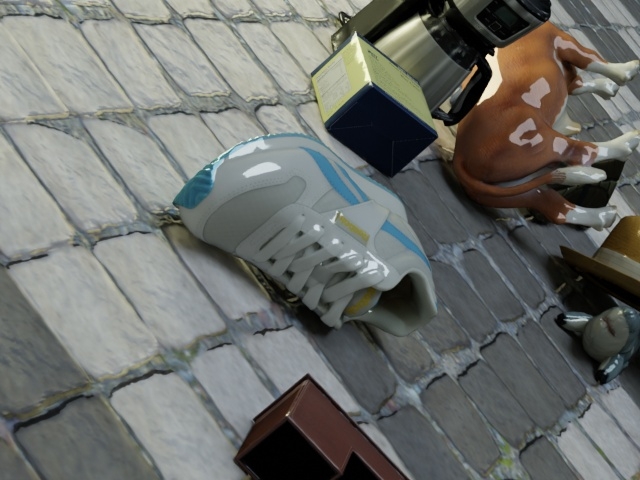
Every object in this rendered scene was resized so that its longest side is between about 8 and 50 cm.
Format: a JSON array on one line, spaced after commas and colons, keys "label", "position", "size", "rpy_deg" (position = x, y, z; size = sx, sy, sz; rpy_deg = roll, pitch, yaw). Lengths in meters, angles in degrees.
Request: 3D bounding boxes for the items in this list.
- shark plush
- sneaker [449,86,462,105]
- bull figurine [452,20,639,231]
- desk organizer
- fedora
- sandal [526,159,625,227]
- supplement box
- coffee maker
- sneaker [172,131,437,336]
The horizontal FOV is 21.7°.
[{"label": "shark plush", "position": [0.283, 0.088, 1.505], "size": [0.161, 0.067, 0.073], "rpy_deg": [19, 36, -52]}, {"label": "sneaker", "position": [0.182, -0.136, 1.709], "size": [0.144, 0.053, 0.059], "rpy_deg": [4, 51, -60]}, {"label": "bull figurine", "position": [0.205, -0.146, 1.594], "size": [0.188, 0.101, 0.310], "rpy_deg": [14, 54, -5]}, {"label": "desk organizer", "position": [0.016, 0.142, 0.919], "size": [0.130, 0.047, 0.050], "rpy_deg": [47, 23, -6]}, {"label": "fedora", "position": [0.323, 0.030, 1.574], "size": [0.194, 0.079, 0.194], "rpy_deg": [29, -1, 1]}, {"label": "sandal", "position": [0.253, -0.060, 1.708], "size": [0.060, 0.090, 0.219], "rpy_deg": [34, 21, 25]}, {"label": "supplement box", "position": [0.044, -0.113, 1.392], "size": [0.083, 0.056, 0.083], "rpy_deg": [35, 26, -33]}, {"label": "coffee maker", "position": [0.101, -0.205, 1.491], "size": [0.120, 0.178, 0.171], "rpy_deg": [22, 34, -52]}, {"label": "sneaker", "position": [0.000, 0.000, 1.075], "size": [0.228, 0.087, 0.092], "rpy_deg": [19, 39, -50]}]
